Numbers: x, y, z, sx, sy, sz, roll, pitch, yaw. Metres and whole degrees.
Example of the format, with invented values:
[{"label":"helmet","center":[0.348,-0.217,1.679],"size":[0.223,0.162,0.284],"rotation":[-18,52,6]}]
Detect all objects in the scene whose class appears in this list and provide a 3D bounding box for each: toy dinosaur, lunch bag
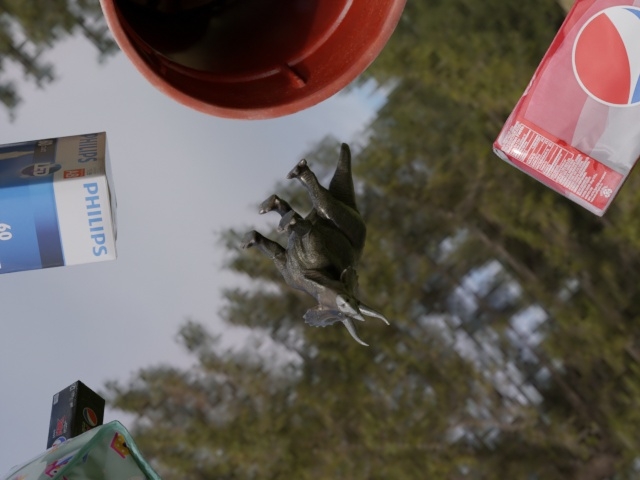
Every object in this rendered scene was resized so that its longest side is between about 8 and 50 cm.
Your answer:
[{"label":"toy dinosaur","center":[0.000,0.000,1.836],"size":[0.160,0.121,0.313],"rotation":[44,-150,-22]},{"label":"lunch bag","center":[-0.308,0.342,1.548],"size":[0.160,0.223,0.262],"rotation":[52,-138,-10]}]

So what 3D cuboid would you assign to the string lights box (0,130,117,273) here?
[{"label":"string lights box","center":[-0.301,-0.022,1.192],"size":[0.133,0.260,0.076],"rotation":[-113,16,-69]}]

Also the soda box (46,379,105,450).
[{"label":"soda box","center":[-0.342,0.278,2.011],"size":[0.060,0.053,0.169],"rotation":[45,-155,-32]}]

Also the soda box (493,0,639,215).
[{"label":"soda box","center":[0.207,-0.150,0.877],"size":[0.083,0.263,0.092],"rotation":[32,-162,8]}]

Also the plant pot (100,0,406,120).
[{"label":"plant pot","center":[-0.093,-0.272,1.276],"size":[0.272,0.272,0.265],"rotation":[40,-178,-30]}]
